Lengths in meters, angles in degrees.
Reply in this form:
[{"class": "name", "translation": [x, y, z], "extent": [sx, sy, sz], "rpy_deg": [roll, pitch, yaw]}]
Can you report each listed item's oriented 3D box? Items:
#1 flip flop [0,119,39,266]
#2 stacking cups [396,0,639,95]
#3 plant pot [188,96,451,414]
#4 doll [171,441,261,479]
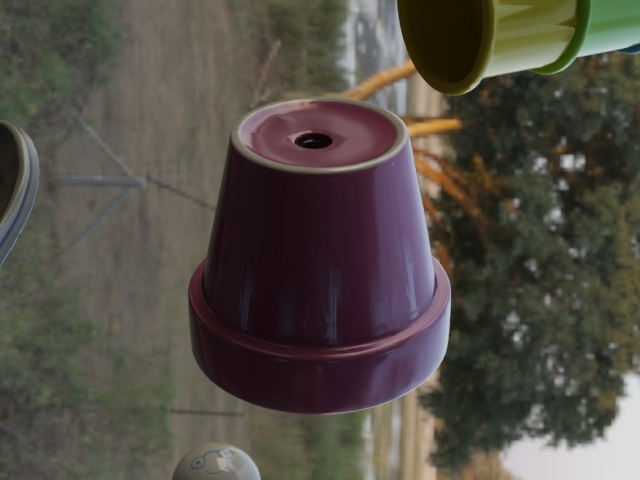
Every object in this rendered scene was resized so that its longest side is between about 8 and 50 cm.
[{"class": "flip flop", "translation": [-0.332, -0.004, 1.072], "extent": [0.080, 0.112, 0.277], "rpy_deg": [37, 51, -32]}, {"class": "stacking cups", "translation": [0.205, -0.151, 0.691], "extent": [0.096, 0.316, 0.096], "rpy_deg": [169, -90, -68]}, {"class": "plant pot", "translation": [0.000, 0.000, 0.888], "extent": [0.201, 0.201, 0.180], "rpy_deg": [-74, 167, -59]}, {"class": "doll", "translation": [-0.007, 0.147, 0.440], "extent": [0.189, 0.129, 0.046], "rpy_deg": [52, -18, 44]}]
